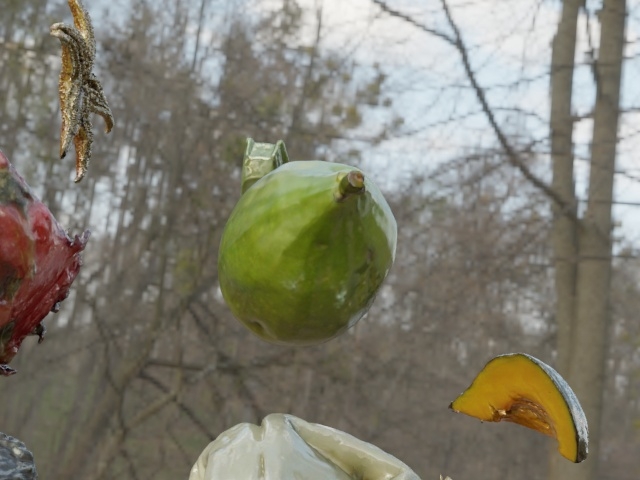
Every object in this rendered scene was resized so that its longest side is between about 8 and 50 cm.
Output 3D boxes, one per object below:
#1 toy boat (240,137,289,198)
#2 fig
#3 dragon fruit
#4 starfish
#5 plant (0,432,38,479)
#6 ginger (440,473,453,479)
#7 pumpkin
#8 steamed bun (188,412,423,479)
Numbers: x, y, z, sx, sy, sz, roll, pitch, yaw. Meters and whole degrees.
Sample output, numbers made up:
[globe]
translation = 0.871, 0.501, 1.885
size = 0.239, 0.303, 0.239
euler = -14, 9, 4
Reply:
[toy boat]
translation = -0.076, -0.022, 1.876
size = 0.093, 0.055, 0.293
euler = 6, -52, 16
[fig]
translation = 0.012, 0.008, 1.505
size = 0.233, 0.233, 0.314
euler = 17, -25, -39
[dragon fruit]
translation = -0.253, -0.018, 0.805
size = 0.211, 0.147, 0.282
euler = 32, -12, 14
[starfish]
translation = -0.304, -0.188, 1.515
size = 0.043, 0.227, 0.240
euler = 3, -18, 10
[plant]
translation = -0.468, 0.372, 1.506
size = 0.146, 0.274, 0.149
euler = 31, 6, -17
[ginger]
translation = 0.241, 0.570, 1.880
size = 0.236, 0.375, 0.166
euler = 11, 10, -6
[pumpkin]
translation = 0.333, 0.230, 1.850
size = 0.130, 0.149, 0.254
euler = -9, 18, -40
[steamed bun]
translation = 0.011, 0.361, 1.192
size = 0.368, 0.342, 0.255
euler = 34, -27, -34
